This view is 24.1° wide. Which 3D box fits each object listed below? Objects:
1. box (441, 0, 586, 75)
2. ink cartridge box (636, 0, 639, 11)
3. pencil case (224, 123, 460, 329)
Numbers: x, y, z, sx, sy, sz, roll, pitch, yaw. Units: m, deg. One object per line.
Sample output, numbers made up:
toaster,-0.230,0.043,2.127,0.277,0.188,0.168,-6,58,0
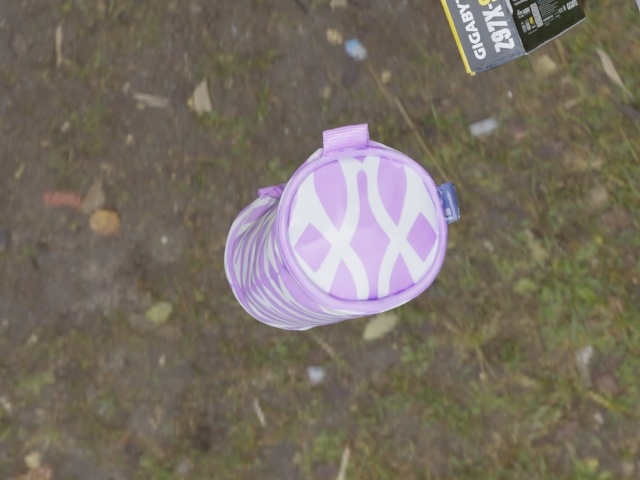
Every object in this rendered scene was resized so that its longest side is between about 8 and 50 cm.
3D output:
box,0.206,-0.347,1.763,0.079,0.322,0.257,-20,98,26
ink cartridge box,0.341,-0.240,1.321,0.072,0.127,0.175,-10,160,-10
pencil case,0.000,0.000,0.770,0.086,0.206,0.088,-19,87,-14
